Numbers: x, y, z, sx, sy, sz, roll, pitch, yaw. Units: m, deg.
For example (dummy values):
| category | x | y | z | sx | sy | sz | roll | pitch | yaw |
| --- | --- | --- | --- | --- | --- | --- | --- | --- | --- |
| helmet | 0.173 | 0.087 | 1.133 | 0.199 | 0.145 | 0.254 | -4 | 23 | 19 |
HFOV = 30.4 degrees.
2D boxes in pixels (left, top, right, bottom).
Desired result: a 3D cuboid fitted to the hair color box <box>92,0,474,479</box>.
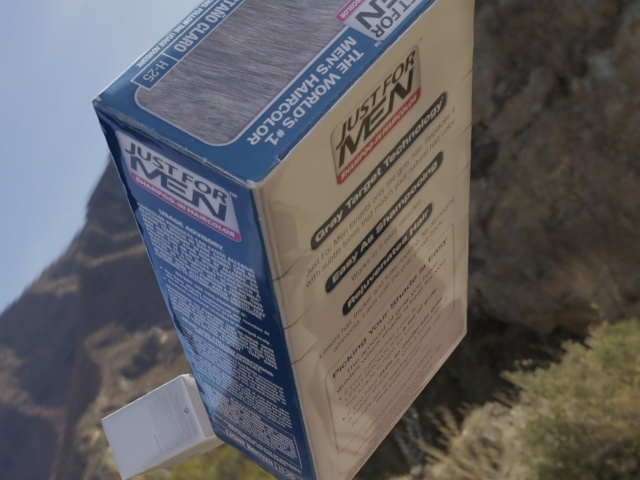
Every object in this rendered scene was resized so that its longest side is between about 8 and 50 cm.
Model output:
| category | x | y | z | sx | sy | sz | roll | pitch | yaw |
| --- | --- | --- | --- | --- | --- | --- | --- | --- | --- |
| hair color box | 0.000 | 0.000 | 0.690 | 0.174 | 0.105 | 0.347 | -48 | -27 | -25 |

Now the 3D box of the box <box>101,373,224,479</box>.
| category | x | y | z | sx | sy | sz | roll | pitch | yaw |
| --- | --- | --- | --- | --- | --- | --- | --- | --- | --- |
| box | -0.187 | 0.246 | 1.599 | 0.170 | 0.091 | 0.130 | -30 | -14 | 32 |
